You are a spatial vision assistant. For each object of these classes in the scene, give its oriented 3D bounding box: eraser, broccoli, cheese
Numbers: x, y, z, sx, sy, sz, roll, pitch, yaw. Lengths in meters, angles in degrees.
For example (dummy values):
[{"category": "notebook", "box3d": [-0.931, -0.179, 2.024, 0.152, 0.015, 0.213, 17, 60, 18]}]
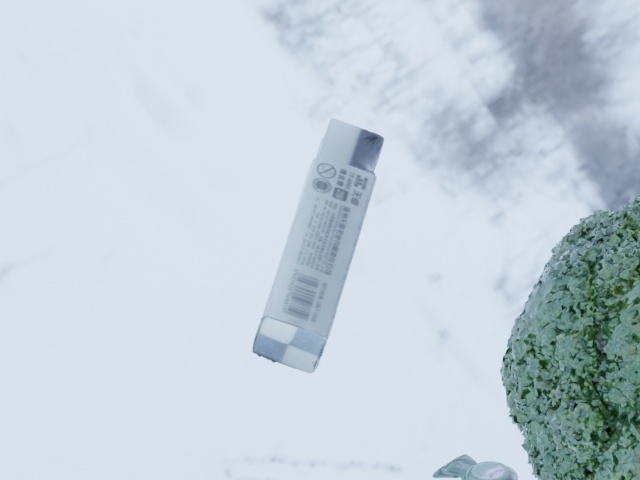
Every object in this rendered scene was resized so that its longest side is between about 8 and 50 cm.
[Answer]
[{"category": "eraser", "box3d": [0.000, 0.000, 2.329, 0.098, 0.096, 0.404, 20, 47, -2]}, {"category": "broccoli", "box3d": [0.316, 0.111, 1.500, 0.310, 0.413, 0.321, -5, 45, -48]}, {"category": "cheese", "box3d": [0.195, 0.288, 2.017, 0.120, 0.067, 0.026, 14, -57, 52]}]
